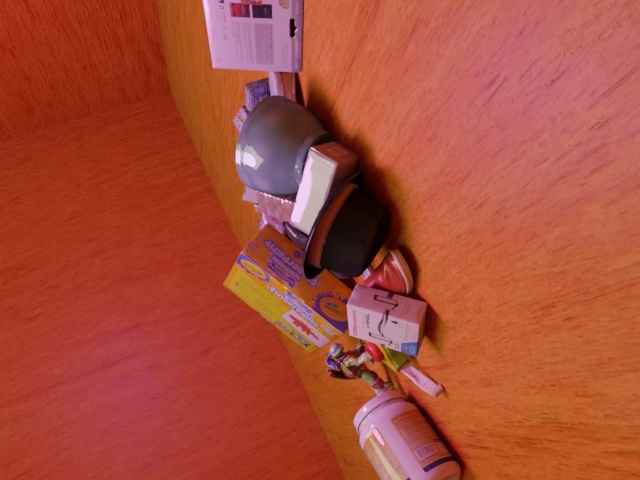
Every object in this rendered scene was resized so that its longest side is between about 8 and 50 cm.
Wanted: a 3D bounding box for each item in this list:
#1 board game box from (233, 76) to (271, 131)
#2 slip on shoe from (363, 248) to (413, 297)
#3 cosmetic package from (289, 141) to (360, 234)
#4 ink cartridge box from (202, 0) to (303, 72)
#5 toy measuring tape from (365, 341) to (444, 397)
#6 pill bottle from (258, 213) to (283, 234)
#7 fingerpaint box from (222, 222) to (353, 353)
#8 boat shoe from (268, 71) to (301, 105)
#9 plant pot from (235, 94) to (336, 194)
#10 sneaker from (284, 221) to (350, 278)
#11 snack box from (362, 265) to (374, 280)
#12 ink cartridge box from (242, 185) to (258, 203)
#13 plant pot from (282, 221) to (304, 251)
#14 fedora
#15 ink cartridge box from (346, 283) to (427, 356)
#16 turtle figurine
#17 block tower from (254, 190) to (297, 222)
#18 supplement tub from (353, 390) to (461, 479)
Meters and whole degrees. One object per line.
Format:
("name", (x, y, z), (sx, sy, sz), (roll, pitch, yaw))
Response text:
("board game box", (-0.191, -0.439, 1.734), (0.060, 0.194, 0.194), (59, 162, 25))
("slip on shoe", (0.178, 0.128, 1.485), (0.123, 0.101, 0.331), (63, 161, 19))
("cosmetic package", (0.010, -0.139, 1.447), (0.107, 0.127, 0.238), (33, 121, 20))
("ink cartridge box", (-0.179, -0.640, 1.478), (0.309, 0.272, 0.130), (96, 178, -56))
("toy measuring tape", (0.233, 0.342, 1.583), (0.330, 0.121, 0.121), (34, 143, 48))
("pill bottle", (-0.179, -0.067, 2.215), (0.160, 0.160, 0.283), (65, 163, 9))
("fingerpaint box", (-0.111, 0.190, 1.940), (0.445, 0.163, 0.371), (39, 150, -1))
("boat shoe", (-0.103, -0.418, 1.672), (0.096, 0.088, 0.267), (-133, 32, -58))
("plant pot", (-0.076, -0.257, 1.542), (0.196, 0.293, 0.293), (23, 140, 28))
("sneaker", (0.000, 0.000, 1.663), (0.286, 0.109, 0.130), (36, 170, 16))
("snack box", (0.134, 0.077, 1.686), (0.178, 0.022, 0.064), (58, 159, 30))
("ink cartridge box", (-0.243, -0.269, 2.114), (0.153, 0.087, 0.208), (127, 157, -71))
("plant pot", (-0.079, 0.001, 2.024), (0.167, 0.167, 0.165), (42, 143, 54))
("fedora", (0.085, -0.012, 1.407), (0.152, 0.334, 0.334), (29, 149, 16))
("ink cartridge box", (0.181, 0.218, 1.439), (0.203, 0.086, 0.148), (13, 137, 20))
("turtle figurine", (0.178, 0.414, 1.841), (0.266, 0.274, 0.198), (50, 141, -8))
("block tower", (-0.056, -0.107, 1.653), (0.335, 0.091, 0.097), (17, 134, 29))
("supplement tub", (0.265, 0.662, 1.668), (0.316, 0.228, 0.228), (53, 158, 41))
